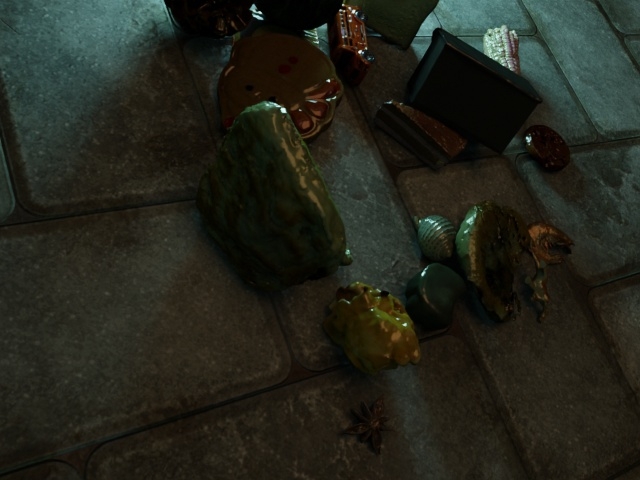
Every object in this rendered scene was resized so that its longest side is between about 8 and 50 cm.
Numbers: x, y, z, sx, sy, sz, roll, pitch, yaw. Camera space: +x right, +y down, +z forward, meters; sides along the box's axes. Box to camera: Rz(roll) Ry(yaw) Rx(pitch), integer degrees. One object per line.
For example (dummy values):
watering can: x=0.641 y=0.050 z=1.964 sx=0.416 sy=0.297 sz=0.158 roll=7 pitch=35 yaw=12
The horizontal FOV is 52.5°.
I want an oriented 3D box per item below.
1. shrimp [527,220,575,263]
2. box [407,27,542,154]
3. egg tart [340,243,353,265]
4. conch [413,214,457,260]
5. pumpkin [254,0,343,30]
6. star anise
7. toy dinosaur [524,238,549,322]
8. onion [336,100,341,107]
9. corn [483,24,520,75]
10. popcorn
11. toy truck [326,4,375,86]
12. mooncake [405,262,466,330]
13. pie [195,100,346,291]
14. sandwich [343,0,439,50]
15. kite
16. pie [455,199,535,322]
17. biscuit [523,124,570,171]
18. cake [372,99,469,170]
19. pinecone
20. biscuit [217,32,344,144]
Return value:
shrimp: x=0.708 y=0.014 z=2.017 sx=0.188 sy=0.052 sz=0.132 roll=16 pitch=77 yaw=-12
box: x=0.456 y=-0.459 z=1.983 sx=0.345 sy=0.204 sz=0.251 roll=27 pitch=26 yaw=-11
egg tart: x=0.000 y=0.000 z=1.608 sx=0.197 sy=0.197 sz=0.078 roll=45 pitch=96 yaw=2
conch: x=0.332 y=-0.014 z=1.811 sx=0.135 sy=0.102 sz=0.153 roll=9 pitch=59 yaw=-38
pumpkin: x=-0.065 y=-0.726 z=1.889 sx=0.293 sy=0.263 sz=0.196 roll=2 pitch=62 yaw=-31
star anise: x=0.119 y=0.412 z=1.497 sx=0.124 sy=0.056 sz=0.129 roll=31 pitch=70 yaw=-12
toy dinosaur: x=0.640 y=0.117 z=1.876 sx=0.142 sy=0.057 sz=0.212 roll=45 pitch=53 yaw=-45
onion: x=0.012 y=-0.421 z=1.872 sx=0.107 sy=0.097 sz=0.107 roll=1 pitch=84 yaw=-5
corn: x=0.637 y=-0.601 z=2.267 sx=0.127 sy=0.126 sz=0.334 roll=14 pitch=62 yaw=-19
popcorn: x=0.129 y=0.208 z=1.537 sx=0.190 sy=0.191 sz=0.253 roll=-7 pitch=58 yaw=-44
toy truck: x=0.086 y=-0.602 z=1.996 sx=0.114 sy=0.107 sz=0.252 roll=8 pitch=60 yaw=-22
mooncake: x=0.304 y=0.150 z=1.703 sx=0.175 sy=0.104 sz=0.168 roll=-13 pitch=67 yaw=-33
pie: x=-0.106 y=-0.078 z=1.427 sx=0.180 sy=0.418 sz=0.395 roll=-30 pitch=79 yaw=-34
sandwich: x=0.223 y=-0.772 z=2.067 sx=0.273 sy=0.249 sz=0.095 roll=25 pitch=54 yaw=-12
kite: x=-0.119 y=-0.561 z=1.932 sx=0.327 sy=0.013 sz=0.377 roll=46 pitch=53 yaw=2
pie: x=0.493 y=0.039 z=1.830 sx=0.296 sy=0.078 sz=0.371 roll=39 pitch=55 yaw=-27
biscuit: x=0.773 y=-0.317 z=2.220 sx=0.192 sy=0.049 sz=0.192 roll=17 pitch=54 yaw=-24
cake: x=0.293 y=-0.312 z=1.936 sx=0.295 sy=0.116 sz=0.112 roll=28 pitch=55 yaw=-11
pinecone: x=-0.291 y=-0.661 z=1.750 sx=0.244 sy=0.243 sz=0.309 roll=-12 pitch=30 yaw=-31
biscuit: x=-0.123 y=-0.406 z=1.765 sx=0.359 sy=0.074 sz=0.381 roll=30 pitch=62 yaw=10
